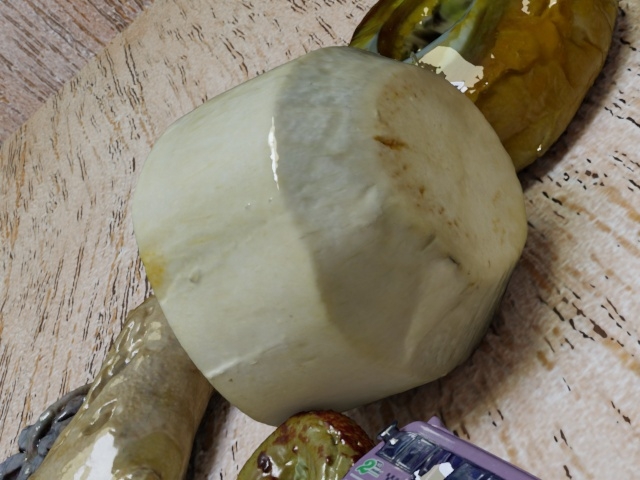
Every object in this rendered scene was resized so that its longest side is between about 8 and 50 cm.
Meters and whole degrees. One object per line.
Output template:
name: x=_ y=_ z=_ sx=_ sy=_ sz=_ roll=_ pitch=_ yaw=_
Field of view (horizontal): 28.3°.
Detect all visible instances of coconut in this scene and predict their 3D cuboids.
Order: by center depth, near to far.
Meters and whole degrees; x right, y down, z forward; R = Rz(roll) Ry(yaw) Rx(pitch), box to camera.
coconut: x=0.000 y=0.000 z=1.064 sx=0.323 sy=0.323 sz=0.323 roll=-36 pitch=25 yaw=20

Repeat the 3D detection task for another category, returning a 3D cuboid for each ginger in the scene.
ginger: x=-0.189 y=0.192 z=1.247 sx=0.190 sy=0.126 sz=0.354 roll=-25 pitch=34 yaw=50

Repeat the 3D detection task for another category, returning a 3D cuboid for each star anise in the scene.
star anise: x=-0.293 y=0.234 z=1.412 sx=0.230 sy=0.081 sz=0.262 roll=-38 pitch=25 yaw=42

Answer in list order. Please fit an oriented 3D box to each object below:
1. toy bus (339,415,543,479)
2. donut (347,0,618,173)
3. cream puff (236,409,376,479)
toy bus: x=0.096 y=0.190 z=0.830 sx=0.108 sy=0.096 sz=0.199 roll=-46 pitch=25 yaw=-13
donut: x=0.145 y=-0.187 z=1.273 sx=0.330 sy=0.160 sz=0.330 roll=-26 pitch=33 yaw=18
cream puff: x=-0.005 y=0.206 z=0.977 sx=0.149 sy=0.084 sz=0.149 roll=-36 pitch=36 yaw=32
